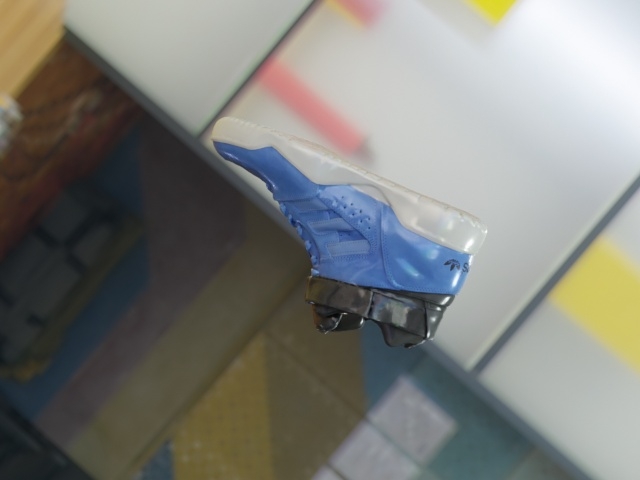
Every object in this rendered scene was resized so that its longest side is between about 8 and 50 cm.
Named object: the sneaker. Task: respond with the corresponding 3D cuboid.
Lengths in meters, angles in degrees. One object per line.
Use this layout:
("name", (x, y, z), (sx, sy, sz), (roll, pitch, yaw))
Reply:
("sneaker", (0.000, 0.000, 0.947), (0.085, 0.152, 0.058), (-67, 163, 5))
